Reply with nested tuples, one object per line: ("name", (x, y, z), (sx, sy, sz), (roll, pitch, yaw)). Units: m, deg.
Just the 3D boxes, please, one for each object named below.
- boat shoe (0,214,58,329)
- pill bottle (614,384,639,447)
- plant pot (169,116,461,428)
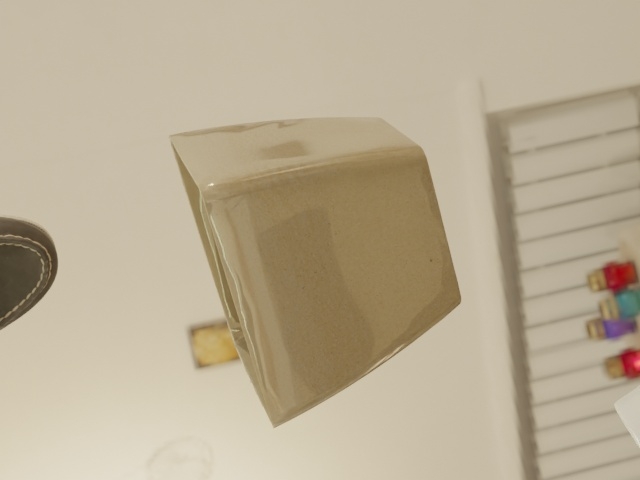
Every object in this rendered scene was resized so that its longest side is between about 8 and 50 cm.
("boat shoe", (-0.354, 0.062, 1.002), (0.095, 0.335, 0.112), (-140, 42, -60))
("pill bottle", (0.342, 0.058, 0.784), (0.181, 0.323, 0.181), (54, -172, -11))
("plant pot", (0.000, 0.000, 0.586), (0.109, 0.096, 0.109), (-131, 24, -69))
